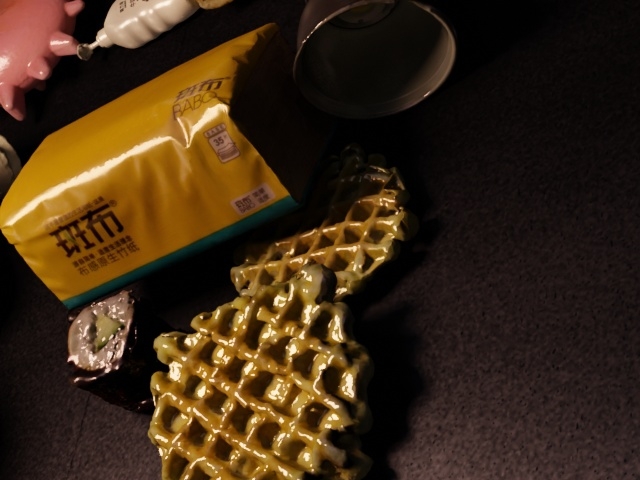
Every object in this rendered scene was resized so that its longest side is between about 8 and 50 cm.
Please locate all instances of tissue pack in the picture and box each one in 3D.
[{"bbox_3d":[-0.137,-0.070,1.562,0.271,0.134,0.192,-25,21,25],"label":"tissue pack"}]

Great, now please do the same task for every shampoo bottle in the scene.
[{"bbox_3d":[-0.201,-0.242,1.867,0.152,0.045,0.077,-30,43,22],"label":"shampoo bottle"}]

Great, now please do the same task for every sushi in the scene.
[{"bbox_3d":[-0.175,0.101,1.531,0.098,0.084,0.094,-18,51,37],"label":"sushi"}]

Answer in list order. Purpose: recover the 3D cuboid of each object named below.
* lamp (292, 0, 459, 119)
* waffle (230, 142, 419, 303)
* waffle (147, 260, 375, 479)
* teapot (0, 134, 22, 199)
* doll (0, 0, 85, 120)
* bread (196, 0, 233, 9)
[{"bbox_3d":[0.037,-0.239,1.564,0.147,0.172,0.227,118,151,-43],"label":"lamp"},{"bbox_3d":[0.000,0.000,1.494,0.183,0.036,0.169,-40,37,7],"label":"waffle"},{"bbox_3d":[-0.047,0.139,1.394,0.223,0.054,0.204,-25,56,28],"label":"waffle"},{"bbox_3d":[-0.411,-0.006,1.779,0.183,0.183,0.251,-7,42,38],"label":"teapot"},{"bbox_3d":[-0.363,-0.217,1.955,0.262,0.093,0.211,-45,43,2],"label":"doll"},{"bbox_3d":[-0.090,-0.367,1.824,0.184,0.110,0.234,-38,38,16],"label":"bread"}]
